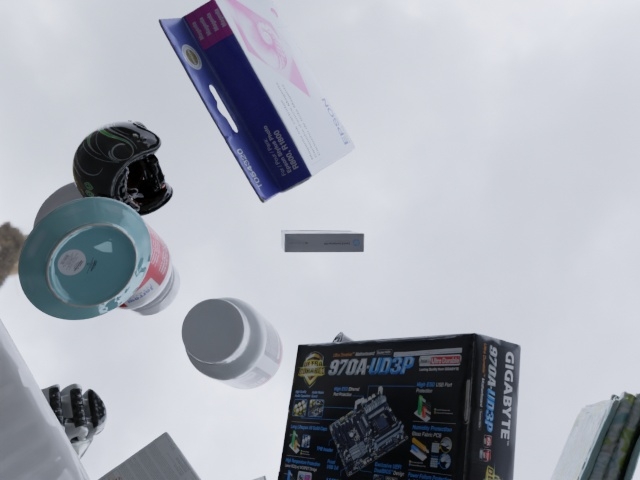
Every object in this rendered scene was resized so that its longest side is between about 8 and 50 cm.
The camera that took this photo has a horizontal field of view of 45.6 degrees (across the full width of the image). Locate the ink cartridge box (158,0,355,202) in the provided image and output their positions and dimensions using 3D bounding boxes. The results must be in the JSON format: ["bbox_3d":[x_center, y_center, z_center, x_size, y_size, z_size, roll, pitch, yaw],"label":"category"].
[{"bbox_3d":[-0.088,-0.253,1.287,0.071,0.330,0.324,-26,-83,25],"label":"ink cartridge box"}]

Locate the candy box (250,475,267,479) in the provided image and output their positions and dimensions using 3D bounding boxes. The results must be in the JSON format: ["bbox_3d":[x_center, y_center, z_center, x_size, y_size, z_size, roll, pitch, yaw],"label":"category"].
[{"bbox_3d":[-0.117,0.623,1.608,0.071,0.233,0.159,-16,-82,-7],"label":"candy box"}]

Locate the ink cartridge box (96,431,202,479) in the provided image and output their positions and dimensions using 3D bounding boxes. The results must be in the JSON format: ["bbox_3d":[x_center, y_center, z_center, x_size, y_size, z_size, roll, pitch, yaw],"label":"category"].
[{"bbox_3d":[-0.322,0.471,1.430,0.145,0.179,0.045,47,-21,24],"label":"ink cartridge box"}]

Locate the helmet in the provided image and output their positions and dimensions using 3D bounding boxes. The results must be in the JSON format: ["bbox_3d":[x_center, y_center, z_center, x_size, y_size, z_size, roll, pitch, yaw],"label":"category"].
[{"bbox_3d":[-0.346,-0.128,1.327,0.162,0.169,0.169,33,-65,36],"label":"helmet"}]

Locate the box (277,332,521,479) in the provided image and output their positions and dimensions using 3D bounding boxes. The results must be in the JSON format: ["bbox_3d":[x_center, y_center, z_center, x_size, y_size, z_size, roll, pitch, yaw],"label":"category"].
[{"bbox_3d":[0.049,0.166,0.591,0.220,0.051,0.175,-15,-118,52],"label":"box"}]

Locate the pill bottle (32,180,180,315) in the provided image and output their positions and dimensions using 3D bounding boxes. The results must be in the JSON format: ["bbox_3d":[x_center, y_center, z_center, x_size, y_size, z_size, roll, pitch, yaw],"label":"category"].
[{"bbox_3d":[-0.521,0.037,1.937,0.229,0.407,0.228,-8,-119,14],"label":"pill bottle"}]

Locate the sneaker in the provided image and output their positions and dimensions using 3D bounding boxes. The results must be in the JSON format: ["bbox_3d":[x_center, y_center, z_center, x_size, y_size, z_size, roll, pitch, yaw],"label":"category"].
[{"bbox_3d":[-0.434,0.243,0.987,0.118,0.292,0.110,-61,-151,25],"label":"sneaker"}]

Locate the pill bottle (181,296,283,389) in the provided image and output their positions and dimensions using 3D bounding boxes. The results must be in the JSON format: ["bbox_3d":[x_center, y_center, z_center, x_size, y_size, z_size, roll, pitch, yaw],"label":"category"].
[{"bbox_3d":[-0.191,0.221,1.648,0.177,0.318,0.176,-2,-107,7],"label":"pill bottle"}]

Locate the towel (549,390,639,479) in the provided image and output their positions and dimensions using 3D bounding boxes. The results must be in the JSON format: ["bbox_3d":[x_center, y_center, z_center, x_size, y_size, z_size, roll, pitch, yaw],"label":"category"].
[{"bbox_3d":[0.470,0.457,1.361,0.090,0.320,0.374,25,-102,14],"label":"towel"}]

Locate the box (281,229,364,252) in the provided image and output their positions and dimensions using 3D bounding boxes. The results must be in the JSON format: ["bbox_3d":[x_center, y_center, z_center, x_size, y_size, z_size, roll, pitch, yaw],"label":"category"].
[{"bbox_3d":[0.000,0.000,1.443,0.145,0.186,0.038,0,-89,-5],"label":"box"}]

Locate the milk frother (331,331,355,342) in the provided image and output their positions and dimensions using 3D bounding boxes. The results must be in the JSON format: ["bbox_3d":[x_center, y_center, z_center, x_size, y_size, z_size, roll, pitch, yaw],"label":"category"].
[{"bbox_3d":[0.059,0.246,1.375,0.135,0.143,0.129,31,-90,-5],"label":"milk frother"}]

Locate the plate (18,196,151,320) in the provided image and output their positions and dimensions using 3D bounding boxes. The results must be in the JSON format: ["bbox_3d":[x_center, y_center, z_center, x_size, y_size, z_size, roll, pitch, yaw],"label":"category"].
[{"bbox_3d":[-0.317,0.031,1.049,0.024,0.188,0.188,35,-63,46],"label":"plate"}]

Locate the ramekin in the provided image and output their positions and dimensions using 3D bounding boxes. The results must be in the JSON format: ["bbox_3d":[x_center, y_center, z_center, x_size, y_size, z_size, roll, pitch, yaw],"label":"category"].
[{"bbox_3d":[-0.293,0.163,0.629,0.277,0.135,0.277,45,-27,31],"label":"ramekin"}]
